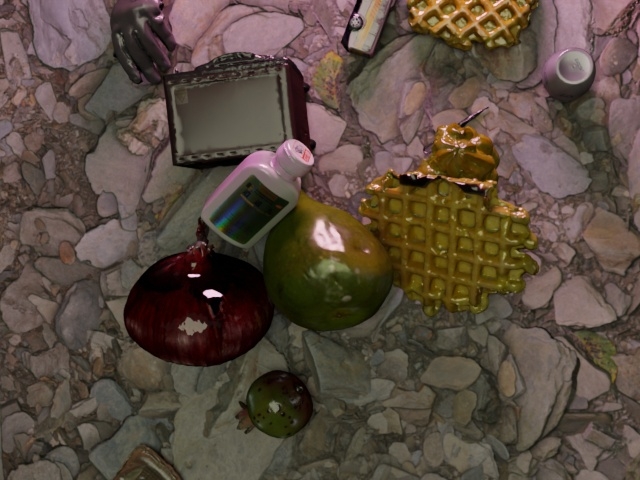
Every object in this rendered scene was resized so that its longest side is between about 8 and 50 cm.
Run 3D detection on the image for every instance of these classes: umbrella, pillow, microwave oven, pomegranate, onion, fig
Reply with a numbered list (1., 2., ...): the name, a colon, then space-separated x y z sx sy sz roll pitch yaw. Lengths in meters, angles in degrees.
1. umbrella: 0.253 -0.212 1.393 0.149 0.022 0.022 -38 61 0
2. pillow: -0.376 0.518 1.479 0.135 0.034 0.211 40 94 9
3. microwave oven: -0.148 -0.235 1.374 0.248 0.178 0.188 -7 89 9
4. pomegranate: -0.085 0.315 1.400 0.129 0.159 0.129 13 58 -21
5. onion: -0.220 0.093 1.339 0.273 0.273 0.285 6 112 9
6. fig: 0.015 0.027 1.348 0.233 0.314 0.233 1 124 2

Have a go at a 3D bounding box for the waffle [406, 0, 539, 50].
1. waffle: 0.282 -0.476 1.374 0.254 0.052 0.245 12 90 10

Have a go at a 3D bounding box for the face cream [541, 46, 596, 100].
1. face cream: 0.445 -0.300 1.322 0.091 0.095 0.091 0 90 10

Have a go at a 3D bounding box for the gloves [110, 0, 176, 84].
1. gloves: -0.351 -0.450 1.455 0.142 0.119 0.285 3 94 40

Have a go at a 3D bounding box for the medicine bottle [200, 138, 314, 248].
1. medicine bottle: -0.103 -0.085 1.288 0.115 0.078 0.219 37 121 -19

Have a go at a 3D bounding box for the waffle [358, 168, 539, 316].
1. waffle: 0.221 -0.005 1.308 0.312 0.060 0.307 -26 99 36

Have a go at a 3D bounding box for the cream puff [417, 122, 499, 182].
1. cream puff: 0.249 -0.134 1.332 0.156 0.156 0.121 -47 52 6

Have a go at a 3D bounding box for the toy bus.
1. toy bus: 0.099 -0.434 1.400 0.072 0.057 0.172 21 94 3
